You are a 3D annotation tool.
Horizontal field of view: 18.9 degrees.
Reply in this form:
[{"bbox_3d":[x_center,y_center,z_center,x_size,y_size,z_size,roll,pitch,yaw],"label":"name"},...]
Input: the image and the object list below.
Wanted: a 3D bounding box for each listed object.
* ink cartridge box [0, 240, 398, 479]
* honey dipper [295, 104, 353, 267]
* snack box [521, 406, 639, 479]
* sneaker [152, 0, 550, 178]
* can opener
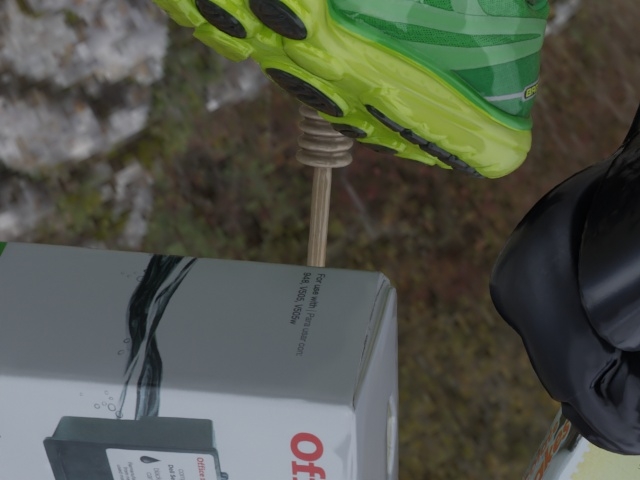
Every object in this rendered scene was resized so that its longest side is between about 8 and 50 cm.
[{"bbox_3d":[-0.076,0.086,0.789,0.208,0.087,0.153,4,128,9],"label":"ink cartridge box"},{"bbox_3d":[0.000,0.000,1.022,0.030,0.030,0.160,-6,108,-29],"label":"honey dipper"},{"bbox_3d":[0.197,0.098,0.819,0.187,0.060,0.322,23,115,-4],"label":"snack box"},{"bbox_3d":[0.006,-0.131,0.830,0.295,0.109,0.123,36,70,-50],"label":"sneaker"},{"bbox_3d":[0.095,-0.020,0.463,0.073,0.186,0.059,-29,106,39],"label":"can opener"}]
